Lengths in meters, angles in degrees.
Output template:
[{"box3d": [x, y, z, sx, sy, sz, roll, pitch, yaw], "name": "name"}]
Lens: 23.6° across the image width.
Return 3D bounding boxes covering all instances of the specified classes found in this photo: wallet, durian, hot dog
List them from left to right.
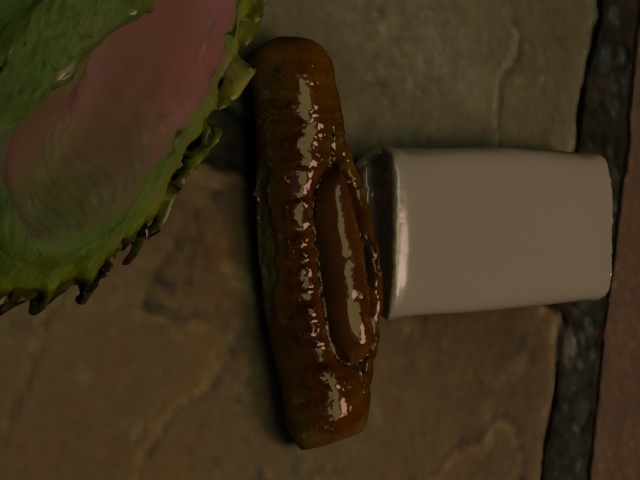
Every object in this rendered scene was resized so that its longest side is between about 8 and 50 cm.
[{"box3d": [-0.072, -0.079, 0.408, 0.221, 0.095, 0.137, -60, 159, -29], "name": "durian"}, {"box3d": [0.001, 0.000, 0.510, 0.044, 0.028, 0.137, -6, 90, -49], "name": "hot dog"}, {"box3d": [0.064, -0.004, 0.567, 0.122, 0.025, 0.061, -2, 87, -43], "name": "wallet"}]
